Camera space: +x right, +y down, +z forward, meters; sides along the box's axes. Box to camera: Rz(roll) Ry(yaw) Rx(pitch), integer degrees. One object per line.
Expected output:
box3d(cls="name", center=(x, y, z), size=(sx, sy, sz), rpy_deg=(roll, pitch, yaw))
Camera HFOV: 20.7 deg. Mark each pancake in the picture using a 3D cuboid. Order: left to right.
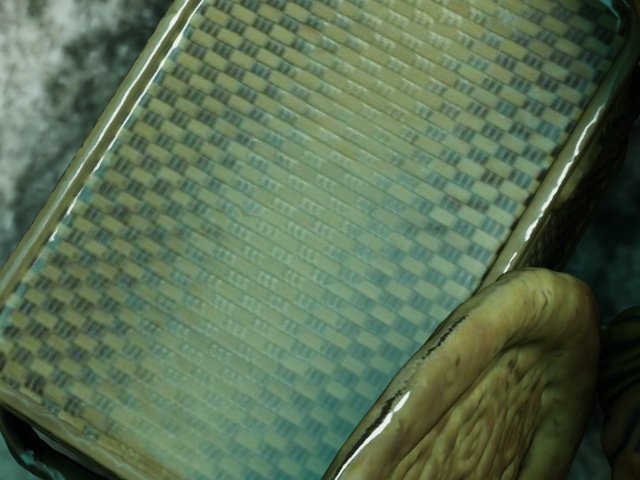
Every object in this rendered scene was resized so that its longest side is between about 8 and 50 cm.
box3d(cls="pancake", center=(0.029, 0.116, 0.591), size=(0.031, 0.250, 0.250), rpy_deg=(26, 79, 26))

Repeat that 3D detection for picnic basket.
box3d(cls="picnic basket", center=(0.000, 0.000, 0.675), size=(0.165, 0.139, 0.266), rpy_deg=(29, 80, 14))

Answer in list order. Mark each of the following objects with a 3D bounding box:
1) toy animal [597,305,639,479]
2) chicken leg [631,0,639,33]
box3d(cls="toy animal", center=(0.142, 0.152, 0.639), size=(0.116, 0.114, 0.255), rpy_deg=(1, 86, 30))
box3d(cls="chicken leg", center=(0.198, -0.039, 0.574), size=(0.182, 0.295, 0.409), rpy_deg=(-10, 44, 17))
